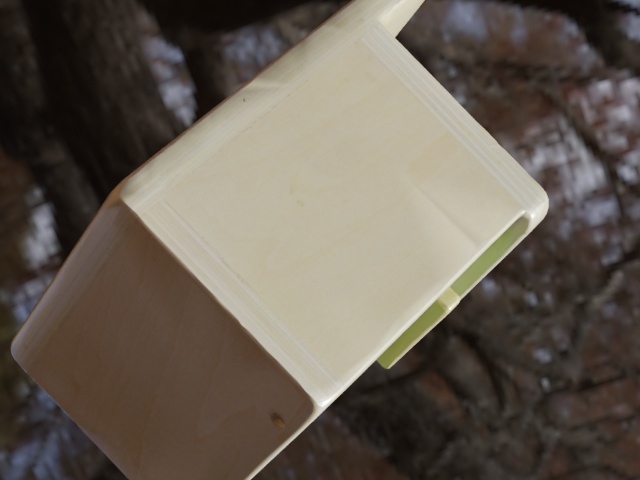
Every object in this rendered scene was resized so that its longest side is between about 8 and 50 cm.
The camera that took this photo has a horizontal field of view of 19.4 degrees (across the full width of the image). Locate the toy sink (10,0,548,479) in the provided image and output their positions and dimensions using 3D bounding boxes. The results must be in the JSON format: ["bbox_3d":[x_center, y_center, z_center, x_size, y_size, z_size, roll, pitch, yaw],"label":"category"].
[{"bbox_3d":[0.000,0.000,0.852,0.234,0.131,0.153,-42,176,-39],"label":"toy sink"}]
